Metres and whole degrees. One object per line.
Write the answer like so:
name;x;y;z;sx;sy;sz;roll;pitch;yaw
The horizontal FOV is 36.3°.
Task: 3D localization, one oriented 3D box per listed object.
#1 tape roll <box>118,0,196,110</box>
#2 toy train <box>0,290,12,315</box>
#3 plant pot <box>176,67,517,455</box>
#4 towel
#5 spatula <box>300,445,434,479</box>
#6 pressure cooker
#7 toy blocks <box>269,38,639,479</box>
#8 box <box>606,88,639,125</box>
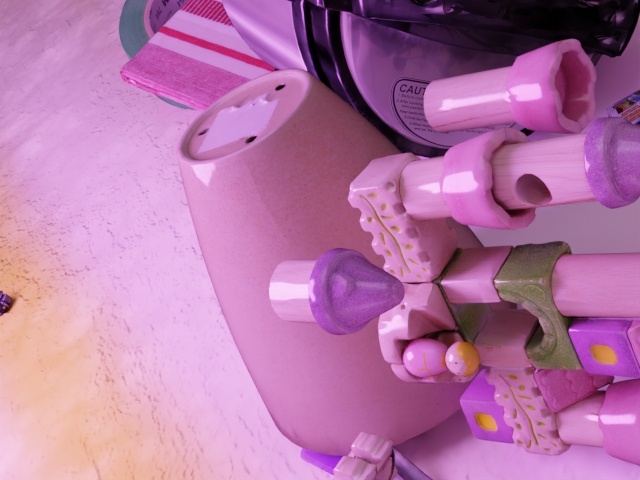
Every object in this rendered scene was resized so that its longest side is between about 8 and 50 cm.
tape roll;-0.135;-0.335;1.433;0.321;0.077;0.321;-10;54;14
toy train;-0.489;0.095;1.351;0.158;0.027;0.036;-8;56;31
plant pot;0.000;0.000;0.846;0.256;0.274;0.256;-23;32;16
towel;-0.090;-0.301;1.323;0.237;0.037;0.329;26;66;35
spatula;0.089;0.200;0.788;0.084;0.030;0.296;-44;38;-18
pressure cooker;0.103;-0.287;1.019;0.369;0.376;0.420;-37;36;-6
toy blocks;0.168;0.054;0.642;0.260;0.289;0.309;-2;35;43
box;0.358;-0.131;0.939;0.137;0.027;0.094;-29;36;9
